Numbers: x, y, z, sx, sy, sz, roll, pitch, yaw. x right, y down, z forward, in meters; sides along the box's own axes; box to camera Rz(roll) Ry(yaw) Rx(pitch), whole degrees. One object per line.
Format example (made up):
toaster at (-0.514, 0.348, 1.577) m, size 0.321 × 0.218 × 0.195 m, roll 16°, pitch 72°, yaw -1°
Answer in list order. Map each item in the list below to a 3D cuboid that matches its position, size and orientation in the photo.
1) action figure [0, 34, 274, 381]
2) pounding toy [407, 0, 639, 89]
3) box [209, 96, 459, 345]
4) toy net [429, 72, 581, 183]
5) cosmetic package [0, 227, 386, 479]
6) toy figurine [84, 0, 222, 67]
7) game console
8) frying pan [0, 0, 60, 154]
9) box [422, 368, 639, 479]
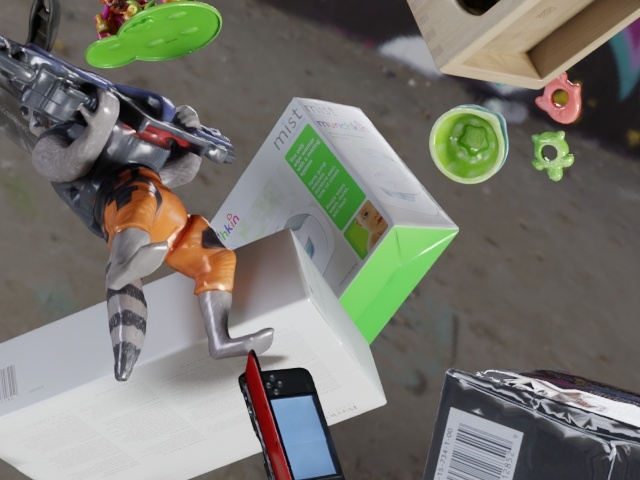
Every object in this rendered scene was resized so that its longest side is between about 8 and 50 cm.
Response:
action figure at (-0.210, -0.051, 1.154) m, size 0.341 × 0.178 × 0.330 m, roll 25°, pitch 23°, yaw -47°
pounding toy at (0.156, -0.204, 0.850) m, size 0.181 × 0.206 × 0.094 m, roll 1°, pitch 61°, yaw -46°
box at (0.000, 0.000, 1.526) m, size 0.126 × 0.262 × 0.231 m, roll 2°, pitch 43°, yaw -47°
toy net at (0.156, -0.162, 1.058) m, size 0.122 × 0.232 × 0.045 m, roll 7°, pitch 20°, yaw 26°
cosmetic package at (-0.148, 0.154, 1.345) m, size 0.284 × 0.377 × 0.097 m, roll 59°, pitch 12°, yaw -54°
toy figurine at (-0.222, -0.313, 1.541) m, size 0.130 × 0.173 × 0.159 m, roll 47°, pitch 26°, yaw -70°
game console at (-0.018, 0.176, 1.169) m, size 0.124 × 0.085 × 0.144 m, roll -1°, pitch 65°, yaw -41°
frying pan at (-0.287, -0.150, 1.320) m, size 0.197 × 0.053 × 0.326 m, roll 48°, pitch -23°, yaw -21°
box at (0.139, 0.206, 0.683) m, size 0.163 × 0.247 × 0.142 m, roll 15°, pitch 4°, yaw 38°
